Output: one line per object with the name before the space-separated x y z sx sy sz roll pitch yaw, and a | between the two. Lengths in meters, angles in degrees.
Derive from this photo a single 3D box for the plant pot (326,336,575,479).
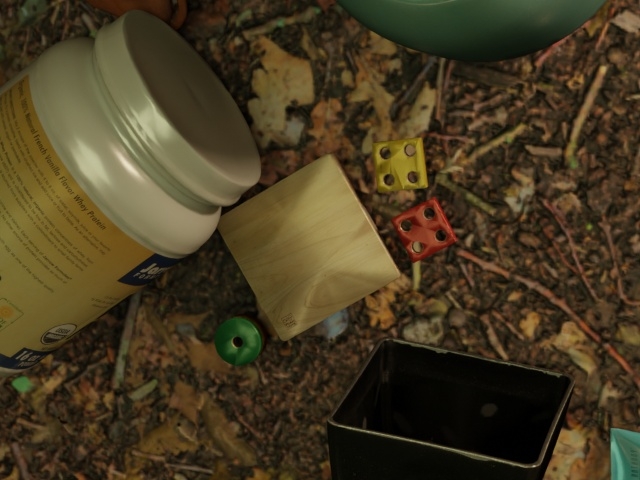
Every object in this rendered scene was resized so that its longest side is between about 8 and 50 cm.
plant pot | 0.114 0.213 1.732 0.188 0.187 0.167 10 114 14

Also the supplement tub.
supplement tub | -0.234 -0.043 1.756 0.316 0.228 0.228 -35 88 18

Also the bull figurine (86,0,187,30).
bull figurine | -0.245 -0.310 1.773 0.310 0.101 0.188 28 134 2

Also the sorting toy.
sorting toy | 0.000 0.000 1.792 0.274 0.046 0.132 -30 89 18

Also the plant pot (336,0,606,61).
plant pot | 0.109 -0.285 1.575 0.293 0.235 0.293 3 100 15

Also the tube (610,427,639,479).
tube | 0.363 0.215 1.727 0.207 0.052 0.080 2 88 21
